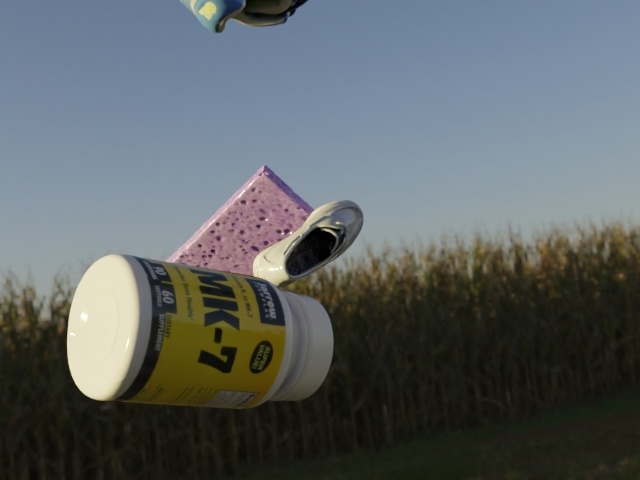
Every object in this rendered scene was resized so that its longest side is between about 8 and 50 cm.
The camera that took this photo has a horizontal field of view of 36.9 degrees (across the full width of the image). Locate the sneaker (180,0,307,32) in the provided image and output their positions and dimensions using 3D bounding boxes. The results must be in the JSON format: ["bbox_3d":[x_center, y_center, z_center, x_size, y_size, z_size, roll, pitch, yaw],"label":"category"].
[{"bbox_3d":[-0.034,-0.183,0.641,0.080,0.081,0.211,-38,-7,41],"label":"sneaker"}]

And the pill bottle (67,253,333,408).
[{"bbox_3d":[-0.098,0.083,0.826,0.209,0.119,0.119,11,-16,-40],"label":"pill bottle"}]

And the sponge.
[{"bbox_3d":[-0.098,0.008,1.242,0.210,0.117,0.031,-42,19,26],"label":"sponge"}]

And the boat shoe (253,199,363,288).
[{"bbox_3d":[0.000,0.000,1.128,0.063,0.066,0.184,-11,12,47],"label":"boat shoe"}]
